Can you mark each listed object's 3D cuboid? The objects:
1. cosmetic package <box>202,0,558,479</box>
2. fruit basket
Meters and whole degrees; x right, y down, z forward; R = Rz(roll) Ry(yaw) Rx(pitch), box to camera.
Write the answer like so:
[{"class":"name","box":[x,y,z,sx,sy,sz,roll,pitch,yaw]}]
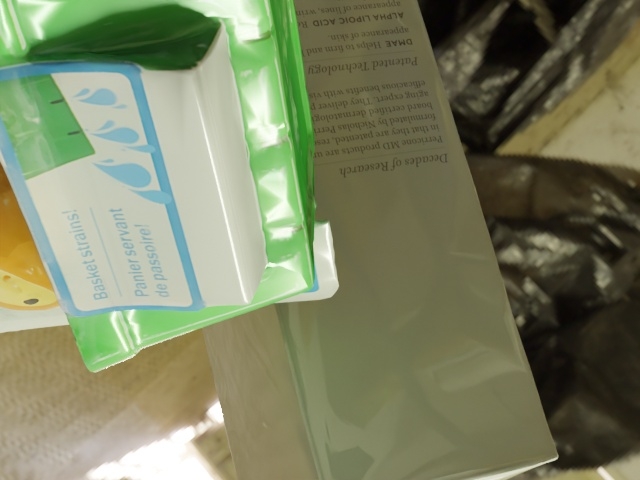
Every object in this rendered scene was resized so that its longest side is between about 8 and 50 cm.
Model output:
[{"class":"cosmetic package","box":[0.000,0.000,0.808,0.156,0.385,0.217,-11,165,-18]},{"class":"fruit basket","box":[-0.178,-0.052,0.500,0.353,0.165,0.327,-9,137,-1]}]
